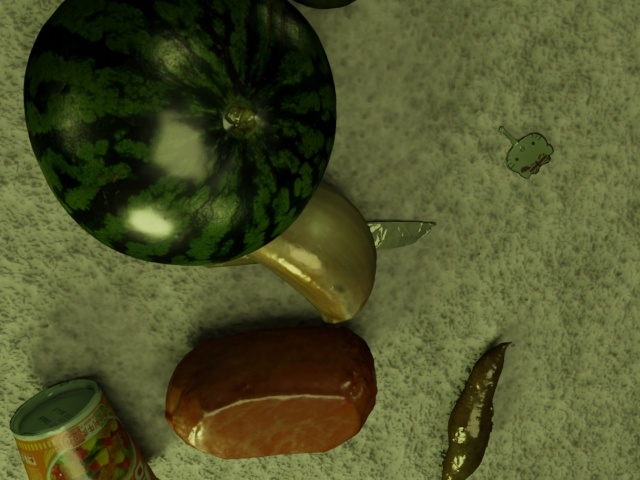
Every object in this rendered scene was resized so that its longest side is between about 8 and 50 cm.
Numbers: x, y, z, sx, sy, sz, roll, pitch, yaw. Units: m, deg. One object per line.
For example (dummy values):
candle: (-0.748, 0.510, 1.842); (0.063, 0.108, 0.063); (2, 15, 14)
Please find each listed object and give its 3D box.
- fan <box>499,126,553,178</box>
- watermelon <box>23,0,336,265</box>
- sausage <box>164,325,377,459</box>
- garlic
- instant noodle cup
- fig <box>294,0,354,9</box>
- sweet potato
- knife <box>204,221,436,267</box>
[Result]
fan: (0.246, -0.113, 0.967); (0.083, 0.004, 0.056); (38, 106, -25)
watermelon: (-0.125, -0.118, 0.741); (0.285, 0.285, 0.285); (-4, 119, -8)
sausage: (-0.061, 0.188, 0.997); (0.268, 0.141, 0.153); (-5, 118, -10)
garlic: (-0.042, 0.003, 0.910); (0.245, 0.145, 0.164); (26, 127, -10)
instant noodle cup: (-0.301, 0.283, 1.007); (0.168, 0.168, 0.185); (-18, 112, 0)
fig: (-0.029, -0.288, 0.763); (0.156, 0.123, 0.123); (3, 118, 2)
sweet potato: (0.216, 0.259, 1.131); (0.067, 0.067, 0.274); (6, 115, -13)
knife: (0.000, 0.001, 0.978); (0.298, 0.017, 0.047); (-5, 109, -7)
